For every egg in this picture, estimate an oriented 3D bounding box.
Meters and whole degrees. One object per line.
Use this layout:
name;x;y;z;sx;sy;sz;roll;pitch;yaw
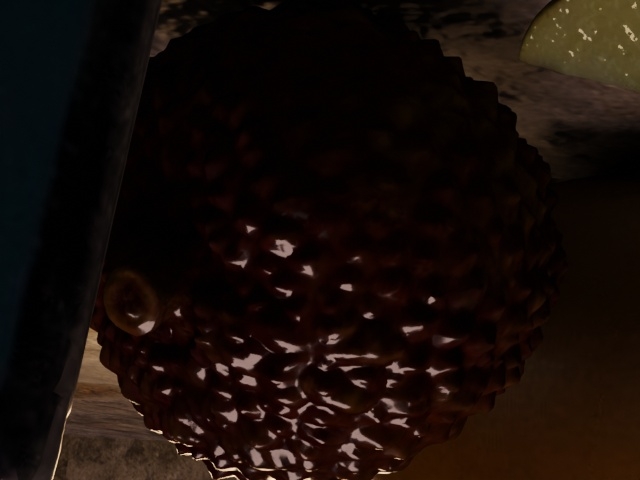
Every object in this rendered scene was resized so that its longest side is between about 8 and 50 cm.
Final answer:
egg;0.190;0.099;0.932;0.351;0.282;0.282;-9;163;19

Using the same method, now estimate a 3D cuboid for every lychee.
lychee;0.000;0.000;0.743;0.236;0.235;0.271;-3;-178;34

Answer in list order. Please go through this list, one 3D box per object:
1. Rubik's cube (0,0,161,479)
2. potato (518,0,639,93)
Rubik's cube;-0.186;-0.057;0.468;0.259;0.260;0.255;12;165;-12
potato;0.155;-0.111;0.568;0.149;0.081;0.120;19;142;23
